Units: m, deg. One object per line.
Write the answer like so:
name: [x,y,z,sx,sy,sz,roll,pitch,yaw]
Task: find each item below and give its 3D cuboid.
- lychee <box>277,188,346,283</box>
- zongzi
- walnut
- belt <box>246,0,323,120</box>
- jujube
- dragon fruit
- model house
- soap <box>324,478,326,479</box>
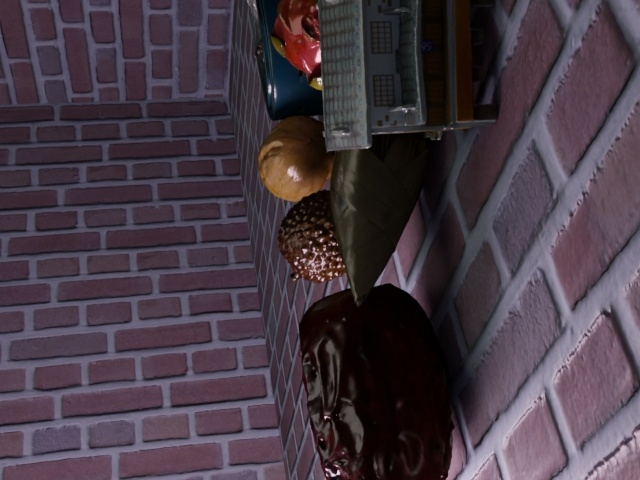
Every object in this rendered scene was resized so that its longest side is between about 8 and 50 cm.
lychee: [0.000,0.000,1.836,0.238,0.200,0.200,-61,28,28]
zongzi: [0.095,-0.100,1.313,0.318,0.154,0.289,-85,1,-52]
walnut: [-0.055,-0.195,2.053,0.222,0.195,0.195,131,134,-64]
belt: [-0.086,-0.508,2.115,0.300,0.173,0.437,117,148,-73]
jujube: [0.087,0.236,1.352,0.258,0.258,0.377,105,151,-58]
dragon fruit: [0.023,-0.385,1.519,0.227,0.224,0.224,-124,32,-56]
model house: [0.106,-0.236,1.173,0.198,0.215,0.224,-147,54,-78]
soap: [0.086,0.503,1.652,0.080,0.160,0.258,-110,18,-47]
